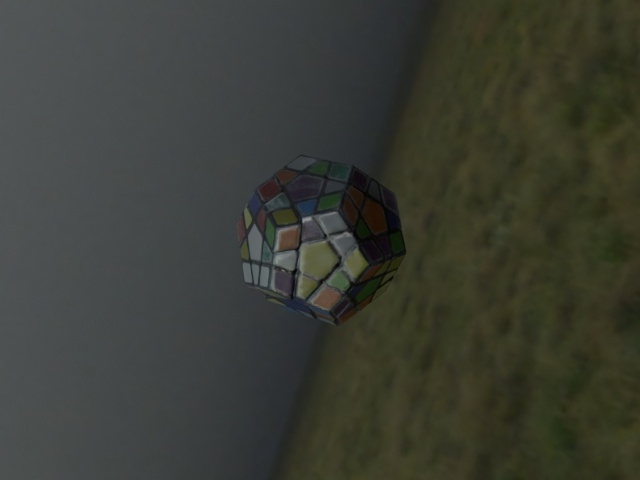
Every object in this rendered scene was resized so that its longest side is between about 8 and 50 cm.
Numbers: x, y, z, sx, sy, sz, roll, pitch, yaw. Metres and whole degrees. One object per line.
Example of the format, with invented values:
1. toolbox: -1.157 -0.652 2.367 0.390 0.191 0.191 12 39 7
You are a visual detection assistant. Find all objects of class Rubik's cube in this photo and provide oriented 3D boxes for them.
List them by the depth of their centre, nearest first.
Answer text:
1. Rubik's cube: 0.000 0.000 0.959 0.111 0.093 0.111 179 90 -68
